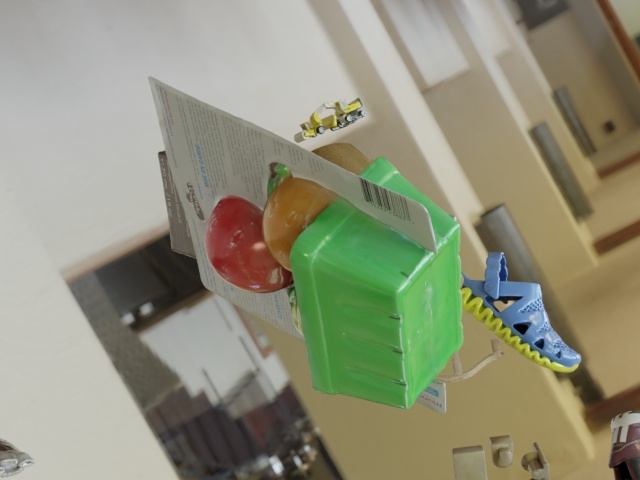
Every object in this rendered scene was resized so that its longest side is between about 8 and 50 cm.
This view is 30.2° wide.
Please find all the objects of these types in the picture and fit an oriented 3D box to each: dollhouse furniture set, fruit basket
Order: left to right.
[{"bbox_3d":[-0.015,0.004,1.236,0.353,0.327,0.165,31,-122,33],"label":"fruit basket"},{"bbox_3d":[0.294,0.385,1.959,0.151,0.144,0.123,-8,-168,1],"label":"dollhouse furniture set"}]

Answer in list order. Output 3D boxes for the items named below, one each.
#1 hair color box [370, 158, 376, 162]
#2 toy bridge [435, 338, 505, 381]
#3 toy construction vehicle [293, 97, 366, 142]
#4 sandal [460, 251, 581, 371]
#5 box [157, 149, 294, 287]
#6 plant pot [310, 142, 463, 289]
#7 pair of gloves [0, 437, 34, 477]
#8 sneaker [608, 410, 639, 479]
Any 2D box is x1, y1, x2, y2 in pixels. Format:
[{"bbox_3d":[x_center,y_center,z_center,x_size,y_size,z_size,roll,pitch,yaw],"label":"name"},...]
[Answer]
[{"bbox_3d":[0.045,-0.107,2.250,0.141,0.043,0.072,-14,153,-26],"label":"hair color box"},{"bbox_3d":[0.266,0.240,2.301,0.188,0.063,0.026,-14,144,12],"label":"toy bridge"},{"bbox_3d":[0.013,-0.164,1.573,0.098,0.035,0.086,-22,-178,-29],"label":"toy construction vehicle"},{"bbox_3d":[0.390,0.136,2.342,0.138,0.317,0.126,-51,165,3],"label":"sandal"},{"bbox_3d":[-0.115,-0.052,1.991,0.143,0.191,0.381,-17,-162,-35],"label":"box"},{"bbox_3d":[0.046,-0.005,1.716,0.237,0.254,0.237,-21,158,-9],"label":"plant pot"},{"bbox_3d":[-0.488,0.270,1.459,0.240,0.042,0.204,1,-175,-43],"label":"pair of gloves"},{"bbox_3d":[0.617,0.442,2.110,0.106,0.281,0.162,-50,-172,51],"label":"sneaker"}]
